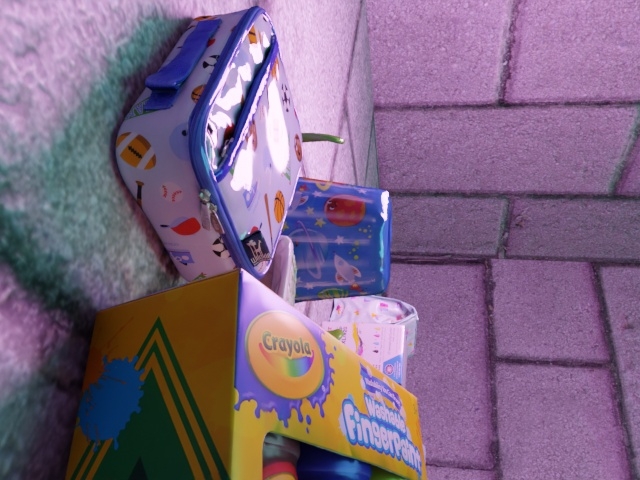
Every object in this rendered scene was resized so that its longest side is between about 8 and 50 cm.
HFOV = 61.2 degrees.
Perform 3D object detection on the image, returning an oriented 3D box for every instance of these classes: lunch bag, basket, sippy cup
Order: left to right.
[{"bbox_3d":[-0.106,-0.111,0.614,0.243,0.115,0.303,77,17,-46],"label":"lunch bag"},{"bbox_3d":[-0.094,0.085,0.702,0.103,0.114,0.167,77,17,-65],"label":"basket"},{"bbox_3d":[0.000,0.000,0.872,0.305,0.224,0.239,81,16,-45],"label":"sippy cup"},{"bbox_3d":[0.173,0.287,1.700,0.160,0.263,0.223,-76,165,-47],"label":"lunch bag"}]

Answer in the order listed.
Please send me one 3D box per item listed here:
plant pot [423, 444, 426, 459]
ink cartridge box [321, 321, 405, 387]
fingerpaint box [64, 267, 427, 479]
[{"bbox_3d":[0.064,0.544,1.218,0.252,0.248,0.247,45,40,-33],"label":"plant pot"},{"bbox_3d":[0.118,0.337,1.504,0.168,0.233,0.171,71,23,-55],"label":"ink cartridge box"},{"bbox_3d":[-0.019,0.291,0.514,0.445,0.163,0.370,46,34,-49],"label":"fingerpaint box"}]
